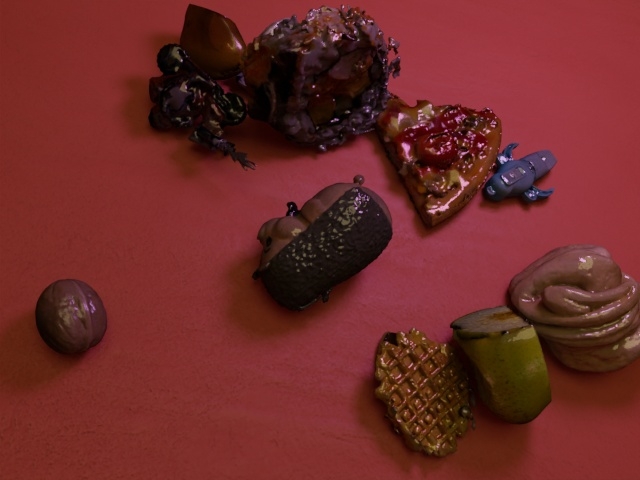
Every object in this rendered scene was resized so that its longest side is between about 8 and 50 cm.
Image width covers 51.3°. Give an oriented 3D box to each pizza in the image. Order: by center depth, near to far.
[{"bbox_3d":[0.284,-0.280,1.823,0.406,0.130,0.440,34,61,2],"label":"pizza"}]

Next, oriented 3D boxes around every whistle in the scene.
[{"bbox_3d":[0.559,-0.186,1.864,0.273,0.093,0.186,-27,75,-27],"label":"whistle"}]

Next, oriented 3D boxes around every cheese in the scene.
[{"bbox_3d":[0.166,0.297,1.555,0.086,0.036,0.163,24,61,-7],"label":"cheese"}]

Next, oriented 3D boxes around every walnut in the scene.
[{"bbox_3d":[-0.525,0.160,1.404,0.140,0.140,0.162,-26,62,-24],"label":"walnut"}]

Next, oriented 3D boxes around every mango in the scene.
[{"bbox_3d":[-0.281,-0.513,1.774,0.236,0.166,0.136,30,13,38],"label":"mango"}]

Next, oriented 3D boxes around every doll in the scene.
[{"bbox_3d":[0.000,0.000,1.564,0.349,0.247,0.247,-44,80,-11],"label":"doll"}]

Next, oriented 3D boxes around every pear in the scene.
[{"bbox_3d":[0.418,0.291,1.530,0.159,0.292,0.293,-22,69,5],"label":"pear"}]

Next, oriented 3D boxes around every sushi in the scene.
[{"bbox_3d":[0.013,-0.411,1.681,0.417,0.418,0.176,-12,56,-18],"label":"sushi"}]

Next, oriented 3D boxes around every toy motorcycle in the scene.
[{"bbox_3d":[-0.296,-0.312,1.687,0.401,0.134,0.207,40,91,5],"label":"toy motorcycle"}]

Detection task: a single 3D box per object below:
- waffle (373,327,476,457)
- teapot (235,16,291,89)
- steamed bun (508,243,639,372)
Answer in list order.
[{"bbox_3d":[0.234,0.344,1.518,0.262,0.060,0.281,15,67,-17],"label":"waffle"},{"bbox_3d":[-0.105,-0.480,1.810,0.178,0.163,0.221,46,63,3],"label":"teapot"},{"bbox_3d":[0.673,0.151,1.646,0.372,0.230,0.325,35,58,8],"label":"steamed bun"}]
